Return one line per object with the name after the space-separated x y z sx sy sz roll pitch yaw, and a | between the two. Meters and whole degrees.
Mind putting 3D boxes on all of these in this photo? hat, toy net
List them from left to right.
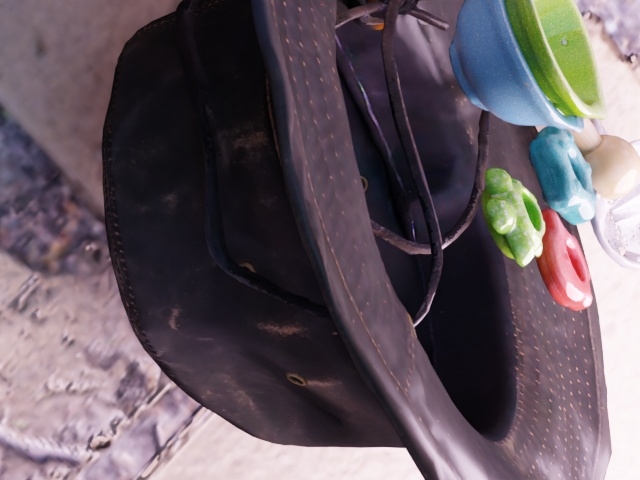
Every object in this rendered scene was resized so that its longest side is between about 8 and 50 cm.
0.000 0.000 0.692 0.134 0.331 0.331 -20 114 17 | hat
0.116 -0.027 0.746 0.232 0.045 0.122 26 46 -59 | toy net
